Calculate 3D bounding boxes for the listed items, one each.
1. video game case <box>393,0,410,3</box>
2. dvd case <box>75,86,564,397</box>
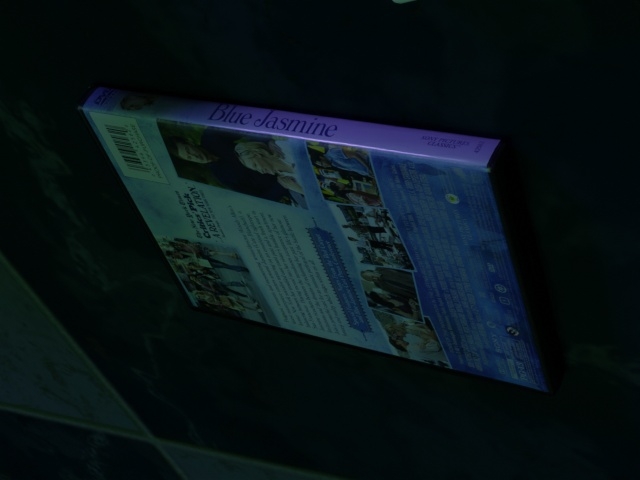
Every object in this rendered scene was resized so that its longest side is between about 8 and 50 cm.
[{"bbox_3d":[0.057,-0.169,0.386,0.201,0.023,0.183,-3,134,45],"label":"video game case"},{"bbox_3d":[0.000,0.000,0.669,0.253,0.022,0.180,11,143,31],"label":"dvd case"}]
